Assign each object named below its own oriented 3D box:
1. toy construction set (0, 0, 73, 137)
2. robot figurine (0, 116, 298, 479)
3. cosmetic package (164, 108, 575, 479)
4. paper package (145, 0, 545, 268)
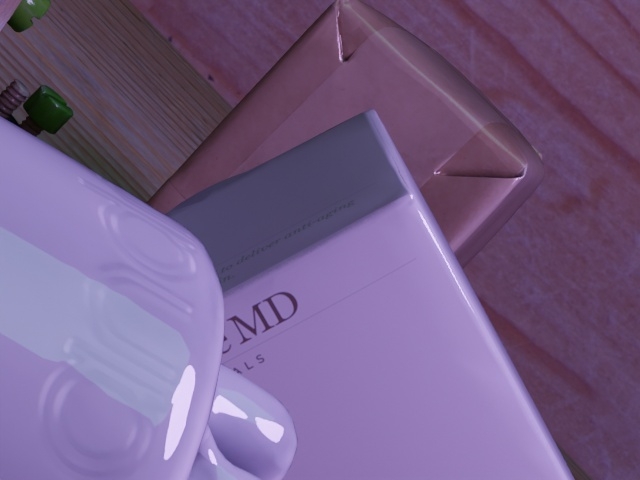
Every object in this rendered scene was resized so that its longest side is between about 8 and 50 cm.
[{"bbox_3d":[-0.267,-0.240,1.331,0.309,0.237,0.257,47,8,0],"label":"toy construction set"},{"bbox_3d":[-0.170,0.033,0.539,0.353,0.200,0.300,31,11,-21],"label":"robot figurine"},{"bbox_3d":[0.033,0.145,0.920,0.365,0.197,0.155,59,4,-21],"label":"cosmetic package"},{"bbox_3d":[0.000,0.000,1.317,0.168,0.309,0.325,44,7,5],"label":"paper package"}]
